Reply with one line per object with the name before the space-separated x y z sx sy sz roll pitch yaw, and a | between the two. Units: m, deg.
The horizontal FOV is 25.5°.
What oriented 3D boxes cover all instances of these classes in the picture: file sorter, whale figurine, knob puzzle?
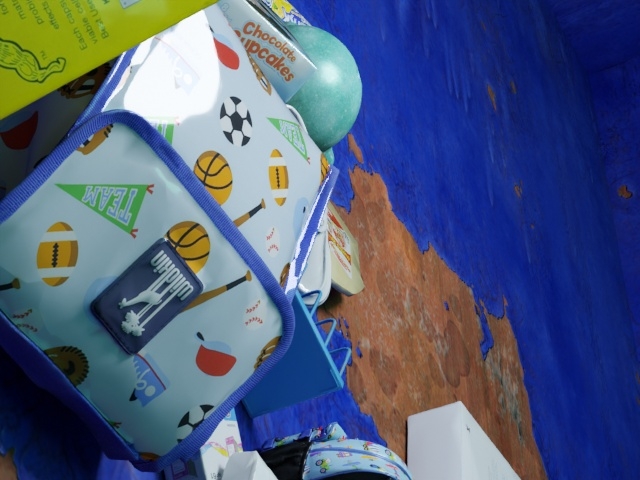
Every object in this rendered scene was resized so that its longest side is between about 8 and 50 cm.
file sorter | -0.054 0.092 1.612 0.170 0.118 0.104 64 19 -16
whale figurine | -0.002 -0.198 1.911 0.272 0.141 0.216 12 64 -74
knob puzzle | 0.000 0.000 1.900 0.213 0.030 0.213 56 17 -27

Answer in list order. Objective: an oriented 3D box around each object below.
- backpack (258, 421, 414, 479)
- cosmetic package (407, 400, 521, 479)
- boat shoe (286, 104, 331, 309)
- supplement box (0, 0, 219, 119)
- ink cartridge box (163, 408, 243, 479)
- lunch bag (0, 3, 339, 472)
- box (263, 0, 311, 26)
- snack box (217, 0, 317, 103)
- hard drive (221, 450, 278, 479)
backpack | 0.027 0.279 1.566 0.158 0.173 0.117 55 27 -32
cosmetic package | 0.221 0.459 1.967 0.284 0.097 0.377 55 27 -38
boat shoe | -0.036 -0.041 1.741 0.095 0.084 0.258 -17 92 -24
supplement box | -0.261 -0.190 1.028 0.356 0.194 0.195 -34 107 -26
ink cartridge box | -0.119 0.221 1.437 0.088 0.052 0.122 16 59 -63
lunch bag | -0.170 -0.027 1.302 0.328 0.239 0.385 54 41 -34
box | -0.072 -0.307 1.962 0.169 0.059 0.054 37 39 -54
snack box | -0.109 -0.270 1.630 0.187 0.060 0.322 41 8 -19
hard drive | -0.036 0.385 1.436 0.307 0.040 0.203 59 33 -39
